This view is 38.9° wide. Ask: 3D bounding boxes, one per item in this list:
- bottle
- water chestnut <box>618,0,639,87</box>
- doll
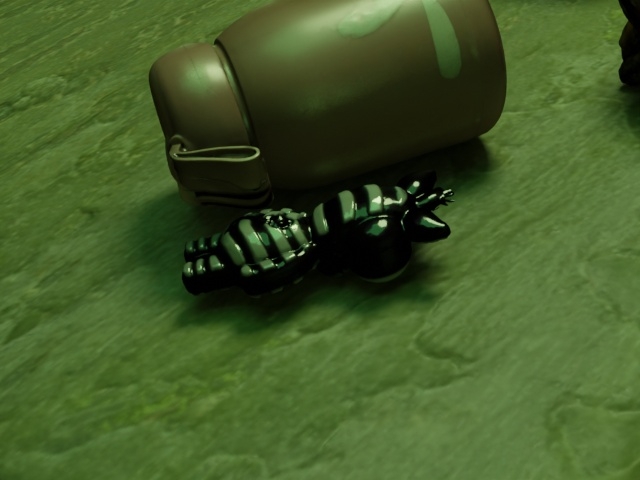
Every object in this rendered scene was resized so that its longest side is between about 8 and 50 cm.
[{"bbox_3d":[0.003,-0.127,0.787,0.296,0.173,0.206,-18,38,-10],"label":"bottle"},{"bbox_3d":[0.367,-0.226,0.817,0.238,0.223,0.224,-40,8,48],"label":"water chestnut"},{"bbox_3d":[0.000,0.000,0.706,0.219,0.067,0.091,-15,33,5],"label":"doll"}]
